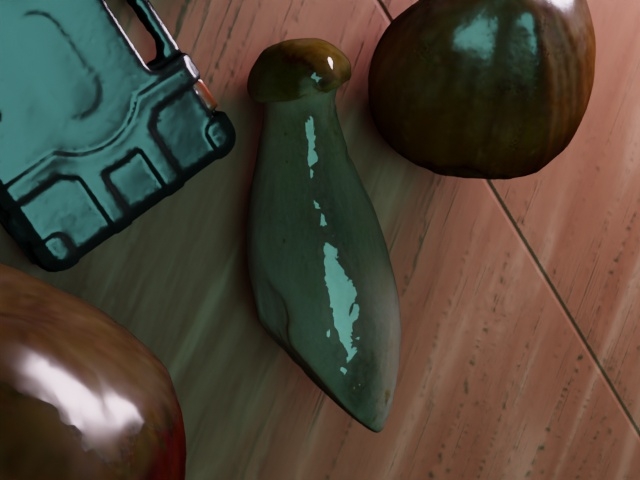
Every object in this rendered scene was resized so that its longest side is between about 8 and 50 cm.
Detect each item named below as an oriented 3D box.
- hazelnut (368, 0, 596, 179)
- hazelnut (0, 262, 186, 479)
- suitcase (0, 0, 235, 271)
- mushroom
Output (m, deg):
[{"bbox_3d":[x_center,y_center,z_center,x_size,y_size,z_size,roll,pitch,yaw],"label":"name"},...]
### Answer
[{"bbox_3d":[0.151,-0.145,1.078,0.210,0.210,0.186,-18,99,-23],"label":"hazelnut"},{"bbox_3d":[-0.297,0.158,0.811,0.410,0.359,0.359,19,87,-14],"label":"hazelnut"},{"bbox_3d":[-0.218,-0.139,0.974,0.206,0.066,0.285,-38,110,-17],"label":"suitcase"},{"bbox_3d":[0.000,0.000,1.060,0.128,0.128,0.350,-11,98,-24],"label":"mushroom"}]
